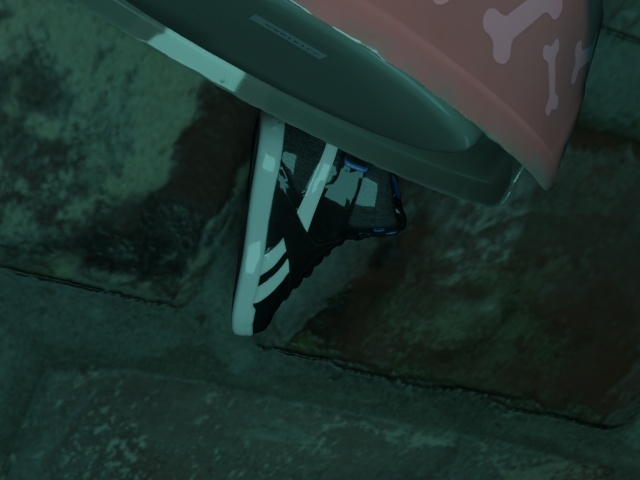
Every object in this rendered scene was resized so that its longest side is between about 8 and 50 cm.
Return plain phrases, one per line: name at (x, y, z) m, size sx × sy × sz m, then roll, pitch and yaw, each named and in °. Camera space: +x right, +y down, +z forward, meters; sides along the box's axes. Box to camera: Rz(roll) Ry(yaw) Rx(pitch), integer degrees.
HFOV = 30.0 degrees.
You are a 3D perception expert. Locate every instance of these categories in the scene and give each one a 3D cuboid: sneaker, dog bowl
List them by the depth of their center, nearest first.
dog bowl at (-0.016, -0.135, 0.607) m, size 0.349 × 0.349 × 0.102 m, roll 28°, pitch 88°, yaw -27°
sneaker at (0.000, 0.000, 0.899) m, size 0.121 × 0.079 × 0.217 m, roll 6°, pitch 134°, yaw -6°
